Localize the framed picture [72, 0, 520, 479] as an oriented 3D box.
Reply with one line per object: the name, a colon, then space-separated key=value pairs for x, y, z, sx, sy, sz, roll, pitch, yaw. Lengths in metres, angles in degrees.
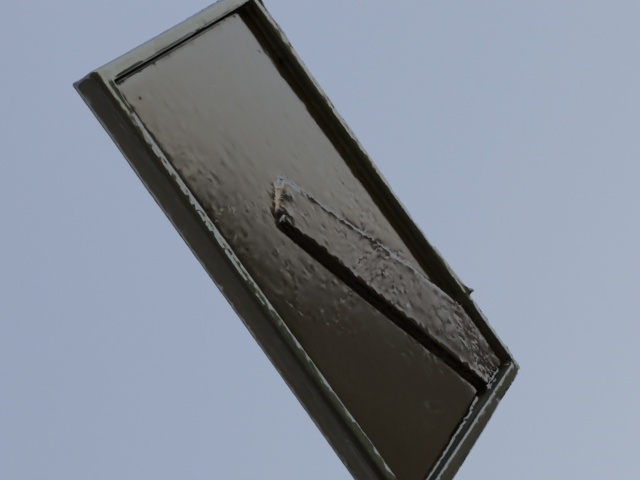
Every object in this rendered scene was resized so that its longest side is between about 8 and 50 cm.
framed picture: x=0.000 y=0.000 z=1.082 sx=0.315 sy=0.024 sz=0.232 roll=54 pitch=-152 yaw=-4
